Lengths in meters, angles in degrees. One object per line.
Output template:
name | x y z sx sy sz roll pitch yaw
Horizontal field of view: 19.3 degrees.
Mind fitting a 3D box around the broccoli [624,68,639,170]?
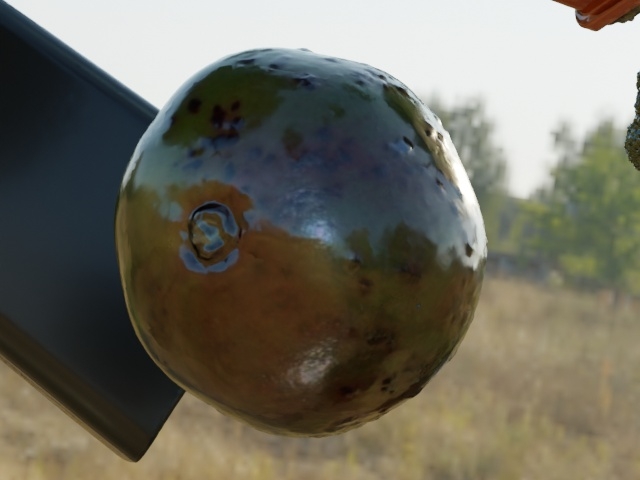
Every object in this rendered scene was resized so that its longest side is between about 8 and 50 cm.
broccoli | 0.349 -0.099 1.646 0.162 0.145 0.138 18 20 20

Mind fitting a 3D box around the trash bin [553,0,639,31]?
trash bin | 0.173 -0.287 1.456 0.239 0.184 0.161 13 -19 -21

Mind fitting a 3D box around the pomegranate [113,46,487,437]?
pomegranate | -0.001 -0.001 0.600 0.130 0.130 0.130 8 0 0

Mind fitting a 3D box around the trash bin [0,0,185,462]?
trash bin | -0.145 -0.012 1.036 0.225 0.165 0.115 38 -10 -8
